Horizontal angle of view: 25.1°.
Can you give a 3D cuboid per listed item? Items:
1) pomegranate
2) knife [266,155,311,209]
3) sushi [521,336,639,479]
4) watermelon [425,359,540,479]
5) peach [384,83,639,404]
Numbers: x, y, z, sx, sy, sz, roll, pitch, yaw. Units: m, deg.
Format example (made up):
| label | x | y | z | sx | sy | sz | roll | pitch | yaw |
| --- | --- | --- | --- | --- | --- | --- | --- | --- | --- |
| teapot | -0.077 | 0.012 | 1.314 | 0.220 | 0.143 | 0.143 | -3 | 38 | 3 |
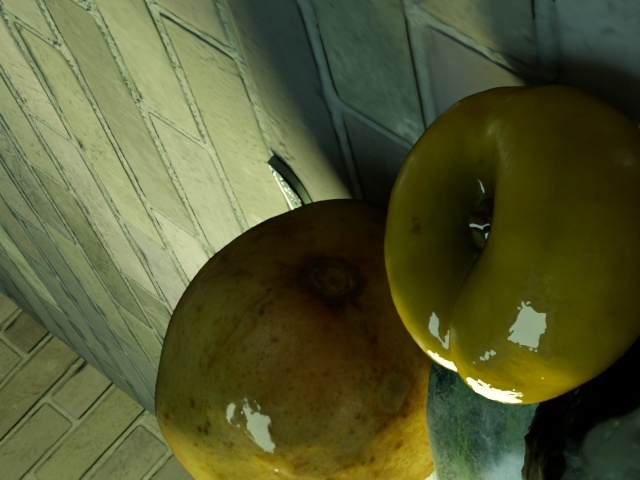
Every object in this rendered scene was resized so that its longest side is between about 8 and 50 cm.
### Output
| label | x | y | z | sx | sy | sz | roll | pitch | yaw |
| --- | --- | --- | --- | --- | --- | --- | --- | --- | --- |
| pomegranate | 0.000 | 0.092 | 1.091 | 0.260 | 0.260 | 0.260 | 38 | 163 | 14 |
| knife | 0.000 | 0.001 | 1.271 | 0.028 | 0.015 | 0.210 | 35 | 162 | 42 |
| sushi | 0.258 | 0.192 | 0.828 | 0.350 | 0.211 | 0.171 | 45 | -172 | -9 |
| watermelon | 0.195 | 0.175 | 0.979 | 0.322 | 0.175 | 0.188 | 49 | 163 | -23 |
| peach | 0.108 | 0.000 | 0.773 | 0.103 | 0.179 | 0.179 | 9 | -178 | -32 |
